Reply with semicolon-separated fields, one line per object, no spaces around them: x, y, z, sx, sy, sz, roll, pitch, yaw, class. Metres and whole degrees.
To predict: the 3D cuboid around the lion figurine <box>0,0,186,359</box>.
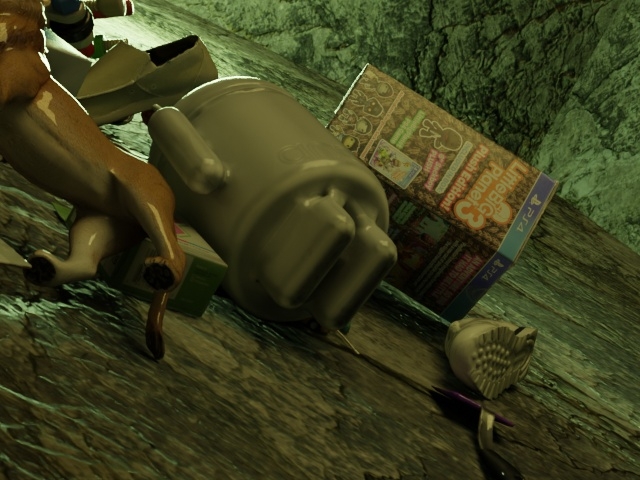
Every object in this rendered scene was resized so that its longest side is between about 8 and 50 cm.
-0.237;-0.088;1.444;0.392;0.142;0.240;56;17;-13;lion figurine

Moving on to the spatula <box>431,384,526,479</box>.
0.175;0.207;1.640;0.084;0.030;0.296;29;11;-12;spatula

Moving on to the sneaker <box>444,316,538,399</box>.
0.187;0.133;1.913;0.094;0.090;0.235;19;3;21;sneaker

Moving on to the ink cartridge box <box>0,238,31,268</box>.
-0.398;-0.036;1.245;0.275;0.060;0.239;36;12;35;ink cartridge box

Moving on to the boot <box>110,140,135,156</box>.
-0.285;-0.119;1.947;0.118;0.042;0.087;21;11;-35;boot

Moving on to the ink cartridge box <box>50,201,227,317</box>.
-0.188;-0.006;1.618;0.109;0.062;0.209;21;13;-33;ink cartridge box

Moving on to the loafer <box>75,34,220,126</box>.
-0.258;-0.209;2.040;0.268;0.092;0.102;-14;24;-25;loafer

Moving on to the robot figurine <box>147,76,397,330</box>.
-0.060;-0.049;1.730;0.300;0.200;0.353;34;9;-45;robot figurine

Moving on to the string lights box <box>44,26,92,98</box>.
-0.392;-0.215;1.869;0.259;0.133;0.076;38;15;38;string lights box

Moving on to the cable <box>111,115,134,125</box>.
-0.336;-0.201;2.201;0.184;0.047;0.150;27;6;14;cable

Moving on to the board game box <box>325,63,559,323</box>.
0.122;-0.055;2.077;0.291;0.141;0.232;33;-27;0;board game box

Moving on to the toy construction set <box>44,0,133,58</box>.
-0.411;-0.350;2.209;0.237;0.257;0.309;-5;-15;7;toy construction set

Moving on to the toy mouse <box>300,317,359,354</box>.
-0.013;0.064;1.815;0.161;0.031;0.143;29;11;1;toy mouse

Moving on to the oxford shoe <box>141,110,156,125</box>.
-0.131;-0.116;2.122;0.130;0.123;0.348;42;10;-33;oxford shoe
